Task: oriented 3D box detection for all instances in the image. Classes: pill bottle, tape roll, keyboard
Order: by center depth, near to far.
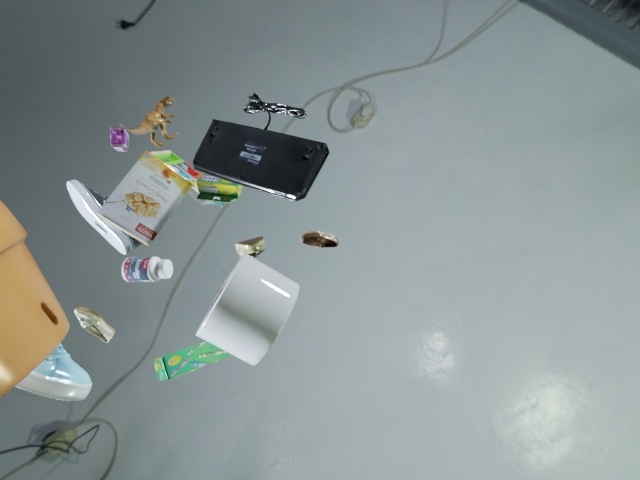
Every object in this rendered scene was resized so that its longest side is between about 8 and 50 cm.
[{"bbox_3d":[-0.117,-0.199,0.838,0.317,0.033,0.201,21,83,31],"label":"keyboard"},{"bbox_3d":[-0.189,0.177,1.081,0.169,0.246,0.246,31,85,-11],"label":"tape roll"},{"bbox_3d":[-0.721,0.120,1.735,0.180,0.108,0.107,-2,83,8],"label":"pill bottle"}]

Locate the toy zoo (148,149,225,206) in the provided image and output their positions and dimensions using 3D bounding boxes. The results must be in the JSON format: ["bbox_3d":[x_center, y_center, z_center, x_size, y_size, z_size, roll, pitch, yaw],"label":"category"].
[{"bbox_3d":[-0.466,-0.216,1.482,0.293,0.192,0.030,38,103,-7],"label":"toy zoo"}]

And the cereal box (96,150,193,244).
[{"bbox_3d":[-0.532,-0.128,1.268,0.173,0.047,0.240,37,69,-24],"label":"cereal box"}]

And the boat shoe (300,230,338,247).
[{"bbox_3d":[0.000,0.000,1.819,0.178,0.060,0.064,4,122,-24],"label":"boat shoe"}]

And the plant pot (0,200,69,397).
[{"bbox_3d":[-0.492,0.109,0.550,0.291,0.291,0.203,-34,112,-3],"label":"plant pot"}]

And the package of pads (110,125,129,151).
[{"bbox_3d":[-0.489,-0.247,1.010,0.032,0.083,0.050,-3,95,-16],"label":"package of pads"}]

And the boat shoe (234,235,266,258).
[{"bbox_3d":[-0.273,0.039,1.636,0.105,0.285,0.089,-15,93,-17],"label":"boat shoe"}]

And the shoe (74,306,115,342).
[{"bbox_3d":[-0.977,0.365,1.788,0.077,0.219,0.058,-12,42,19],"label":"shoe"}]

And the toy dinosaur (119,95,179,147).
[{"bbox_3d":[-0.437,-0.295,1.069,0.064,0.112,0.211,-13,38,28],"label":"toy dinosaur"}]

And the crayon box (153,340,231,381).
[{"bbox_3d":[-0.438,0.414,1.490,0.278,0.165,0.081,-14,80,-35],"label":"crayon box"}]

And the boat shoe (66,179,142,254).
[{"bbox_3d":[-0.696,-0.091,1.358,0.301,0.108,0.102,44,48,3],"label":"boat shoe"}]

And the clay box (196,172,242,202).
[{"bbox_3d":[-0.299,-0.211,1.302,0.128,0.053,0.222,6,47,5],"label":"clay box"}]

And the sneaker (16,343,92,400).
[{"bbox_3d":[-0.607,0.182,0.843,0.366,0.135,0.150,36,79,-5],"label":"sneaker"}]
